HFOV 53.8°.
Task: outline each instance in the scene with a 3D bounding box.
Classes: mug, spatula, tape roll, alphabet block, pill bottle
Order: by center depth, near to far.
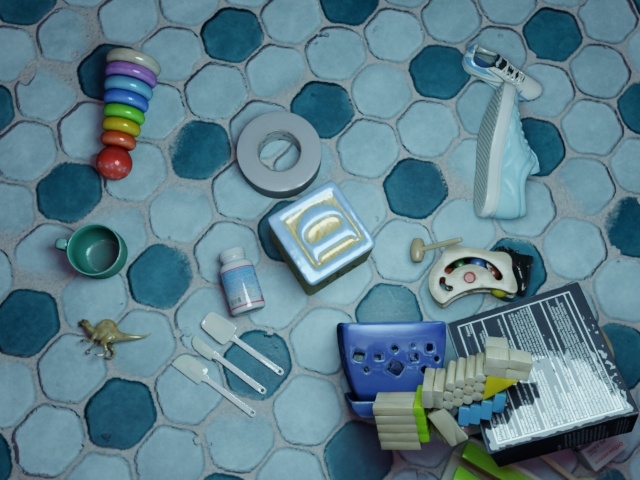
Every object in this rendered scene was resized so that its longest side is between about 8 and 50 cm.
[{"bbox_3d":[0.000,0.000,1.537,0.192,0.197,0.193,-30,80,-9],"label":"alphabet block"},{"bbox_3d":[-0.221,0.306,1.551,0.242,0.019,0.168,34,78,6],"label":"spatula"},{"bbox_3d":[-0.555,0.022,1.563,0.158,0.097,0.129,43,80,8],"label":"mug"},{"bbox_3d":[-0.199,0.101,1.563,0.087,0.087,0.160,-17,79,-6],"label":"pill bottle"},{"bbox_3d":[-0.106,-0.222,1.647,0.219,0.072,0.219,0,78,-1],"label":"tape roll"}]

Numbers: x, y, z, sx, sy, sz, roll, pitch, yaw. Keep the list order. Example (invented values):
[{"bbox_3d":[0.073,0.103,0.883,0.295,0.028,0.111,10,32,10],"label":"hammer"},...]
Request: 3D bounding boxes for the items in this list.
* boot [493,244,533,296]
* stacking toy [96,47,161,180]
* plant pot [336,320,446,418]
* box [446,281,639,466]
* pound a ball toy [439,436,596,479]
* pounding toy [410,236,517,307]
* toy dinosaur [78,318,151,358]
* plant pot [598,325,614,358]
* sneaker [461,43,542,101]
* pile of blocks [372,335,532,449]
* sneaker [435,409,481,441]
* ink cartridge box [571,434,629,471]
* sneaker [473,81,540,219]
[{"bbox_3d":[0.485,0.076,1.614,0.099,0.045,0.121,15,74,2],"label":"boot"},{"bbox_3d":[-0.514,-0.318,1.630,0.141,0.141,0.330,10,82,0],"label":"stacking toy"},{"bbox_3d":[0.159,0.294,1.464,0.236,0.236,0.212,-1,83,-3],"label":"plant pot"},{"bbox_3d":[0.462,0.289,1.351,0.294,0.182,0.296,-19,57,10],"label":"box"},{"bbox_3d":[0.457,0.579,1.474,0.319,0.135,0.208,31,53,5],"label":"pound a ball toy"},{"bbox_3d":[0.343,0.085,1.539,0.270,0.155,0.154,9,77,14],"label":"pounding toy"},{"bbox_3d":[-0.516,0.239,1.538,0.183,0.053,0.092,13,76,1],"label":"toy dinosaur"},{"bbox_3d":[0.593,0.245,1.534,0.236,0.032,0.236,9,43,-9],"label":"plant pot"},{"bbox_3d":[0.497,-0.453,1.714,0.237,0.086,0.085,28,76,3],"label":"sneaker"},{"bbox_3d":[0.271,0.310,1.277,0.362,0.112,0.149,-31,100,24],"label":"pile of blocks"},{"bbox_3d":[0.414,0.362,1.514,0.350,0.131,0.148,-20,72,-12],"label":"sneaker"},{"bbox_3d":[0.647,0.461,1.523,0.109,0.063,0.150,-34,80,-9],"label":"ink cartridge box"},{"bbox_3d":[0.497,-0.227,1.649,0.150,0.135,0.365,10,86,-8],"label":"sneaker"}]
